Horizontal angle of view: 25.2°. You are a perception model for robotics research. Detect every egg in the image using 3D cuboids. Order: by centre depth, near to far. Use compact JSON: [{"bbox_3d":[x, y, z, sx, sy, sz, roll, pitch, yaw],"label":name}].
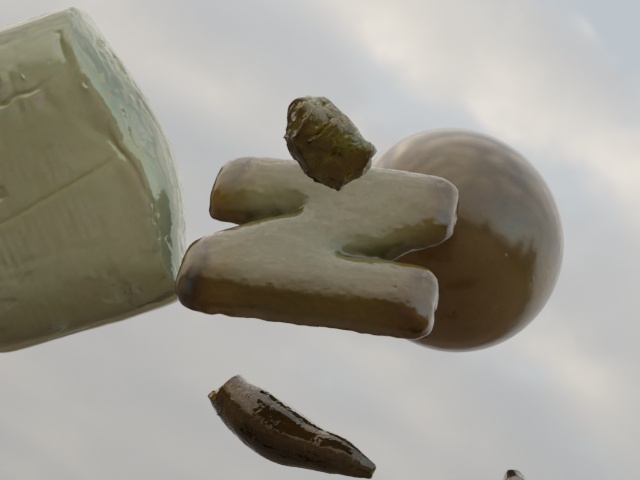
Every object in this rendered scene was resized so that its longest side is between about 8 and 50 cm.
[{"bbox_3d":[0.179,-0.008,1.982,0.301,0.301,0.374,40,12,-24],"label":"egg"}]

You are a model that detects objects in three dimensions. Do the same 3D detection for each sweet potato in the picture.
[{"bbox_3d":[-0.044,0.231,1.698,0.243,0.077,0.077,29,-23,32],"label":"sweet potato"}]

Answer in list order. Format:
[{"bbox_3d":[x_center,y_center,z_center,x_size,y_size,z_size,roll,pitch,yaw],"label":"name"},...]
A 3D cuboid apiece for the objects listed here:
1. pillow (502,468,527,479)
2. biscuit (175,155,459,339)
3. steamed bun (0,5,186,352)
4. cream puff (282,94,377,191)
[{"bbox_3d":[0.199,0.393,1.373,0.307,0.305,0.108,32,-28,38],"label":"pillow"},{"bbox_3d":[0.000,0.000,1.592,0.290,0.237,0.062,9,-43,12],"label":"biscuit"},{"bbox_3d":[-0.394,-0.090,2.099,0.290,0.371,0.456,-100,171,-85],"label":"steamed bun"},{"bbox_3d":[0.003,-0.083,1.217,0.083,0.058,0.083,38,-13,44],"label":"cream puff"}]
